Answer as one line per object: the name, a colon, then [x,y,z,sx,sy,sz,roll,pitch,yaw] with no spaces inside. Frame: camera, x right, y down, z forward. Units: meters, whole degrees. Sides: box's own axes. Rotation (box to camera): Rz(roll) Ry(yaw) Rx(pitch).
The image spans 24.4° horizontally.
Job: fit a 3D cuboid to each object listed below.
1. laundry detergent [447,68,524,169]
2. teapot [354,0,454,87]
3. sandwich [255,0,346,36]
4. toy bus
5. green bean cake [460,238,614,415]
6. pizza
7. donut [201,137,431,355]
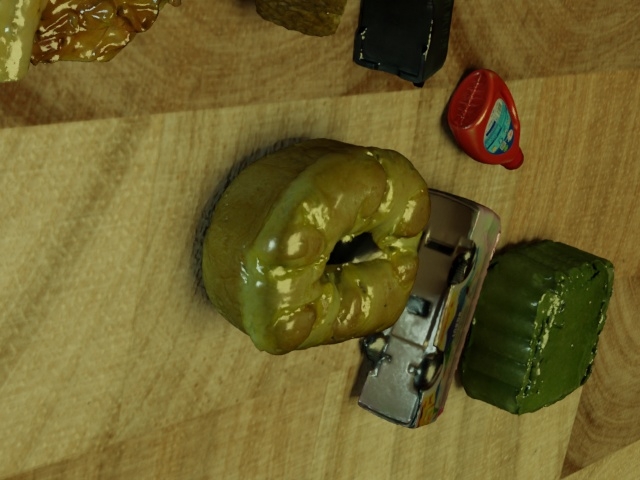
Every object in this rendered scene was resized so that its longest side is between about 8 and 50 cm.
laundry detergent: [0.205,-0.133,1.752,0.165,0.049,0.097,39,74,-57]
teapot: [0.101,-0.237,1.518,0.096,0.087,0.177,-28,130,-48]
sandwich: [0.008,-0.325,1.240,0.288,0.099,0.254,96,4,-80]
toy bus: [0.130,0.078,1.736,0.112,0.090,0.274,2,107,-60]
green bean cake: [0.288,0.112,1.945,0.200,0.113,0.214,-12,118,-49]
pizza: [-0.145,-0.252,1.170,0.365,0.074,0.182,-48,127,-18]
donut: [0.000,0.000,1.481,0.261,0.128,0.209,-7,113,-51]
